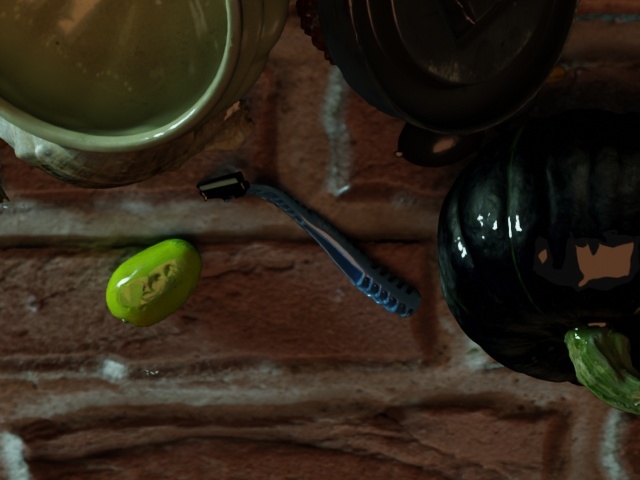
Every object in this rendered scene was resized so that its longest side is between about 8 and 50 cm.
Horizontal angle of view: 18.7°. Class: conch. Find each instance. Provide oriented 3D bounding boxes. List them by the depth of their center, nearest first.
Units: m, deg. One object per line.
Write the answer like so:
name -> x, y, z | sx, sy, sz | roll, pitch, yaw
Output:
conch -> -0.191, -0.130, 1.741 | 0.291, 0.159, 0.210 | 30, 108, -22

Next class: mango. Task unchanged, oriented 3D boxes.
mango -> -0.161, 0.040, 1.911 | 0.108, 0.056, 0.073 | -42, 120, 18

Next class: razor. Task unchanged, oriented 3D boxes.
razor -> 0.000, 0.000, 1.903 | 0.253, 0.042, 0.082 | 35, 156, -22

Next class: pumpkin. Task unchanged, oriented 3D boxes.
pumpkin -> 0.248, 0.037, 1.795 | 0.295, 0.296, 0.296 | -1, 122, -2

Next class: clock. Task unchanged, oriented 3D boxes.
clock -> 0.113, -0.231, 1.666 | 0.280, 0.055, 0.281 | -12, 109, -39

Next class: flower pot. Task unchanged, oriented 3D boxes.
flower pot -> -0.150, -0.246, 1.526 | 0.307, 0.244, 0.307 | 10, 126, 15

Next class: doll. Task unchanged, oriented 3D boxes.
doll -> 0.142, -0.128, 1.811 | 0.179, 0.089, 0.102 | -35, 120, -9

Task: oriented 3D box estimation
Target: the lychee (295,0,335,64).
lychee -> 0.042, -0.208, 1.735 | 0.129, 0.123, 0.123 | 27, 122, 19

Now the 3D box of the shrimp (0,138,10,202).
shrimp -> -0.320, -0.116, 1.825 | 0.099, 0.041, 0.180 | -19, 121, -9
